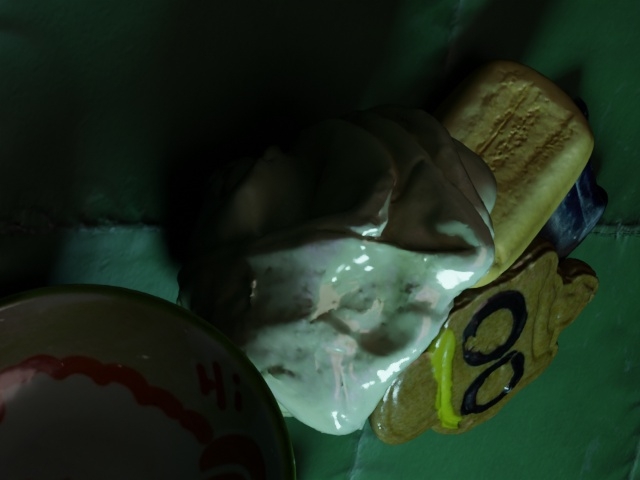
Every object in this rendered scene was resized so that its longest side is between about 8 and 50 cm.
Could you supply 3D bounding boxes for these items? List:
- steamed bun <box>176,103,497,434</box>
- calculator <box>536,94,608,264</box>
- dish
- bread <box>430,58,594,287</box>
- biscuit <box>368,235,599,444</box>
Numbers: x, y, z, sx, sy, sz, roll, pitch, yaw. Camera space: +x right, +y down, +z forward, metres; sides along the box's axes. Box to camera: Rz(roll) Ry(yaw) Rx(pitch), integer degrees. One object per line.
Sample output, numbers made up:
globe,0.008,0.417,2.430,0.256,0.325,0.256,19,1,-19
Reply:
steamed bun,0.000,0.000,1.566,0.207,0.268,0.280,36,103,-11
calculator,0.182,-0.017,1.887,0.268,0.040,0.177,-38,131,-19
dish,-0.183,0.203,1.461,0.324,0.324,0.124,-43,162,-22
bread,0.148,-0.059,1.765,0.217,0.147,0.098,-47,179,-19
biscuit,0.168,0.107,1.894,0.290,0.041,0.208,-31,142,-21
